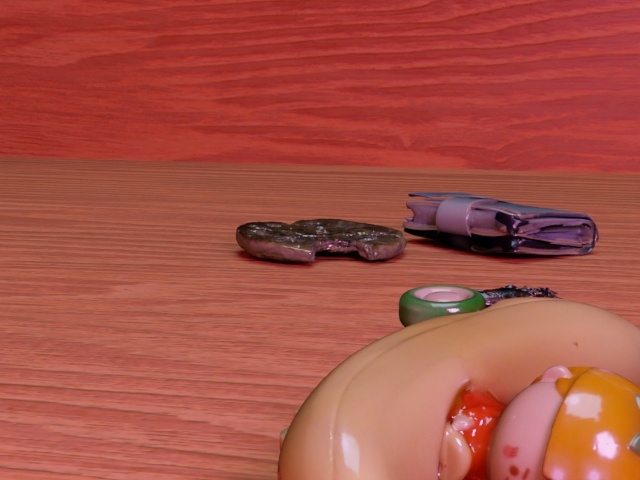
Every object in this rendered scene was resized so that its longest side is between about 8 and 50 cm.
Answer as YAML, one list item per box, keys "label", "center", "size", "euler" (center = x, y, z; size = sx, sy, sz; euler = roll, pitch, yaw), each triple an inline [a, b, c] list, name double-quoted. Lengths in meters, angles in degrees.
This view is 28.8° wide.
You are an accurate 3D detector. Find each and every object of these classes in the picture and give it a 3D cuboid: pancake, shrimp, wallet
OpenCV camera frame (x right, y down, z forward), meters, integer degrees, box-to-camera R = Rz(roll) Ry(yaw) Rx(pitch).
- label: "pancake"
  center: [0.000, 0.000, 1.751]
  size: [0.253, 0.037, 0.253]
  euler: [1, 8, 0]
- label: "shrimp"
  center: [0.181, 0.063, 1.353]
  size: [0.161, 0.034, 0.091]
  euler: [-1, 8, -5]
- label: "wallet"
  center: [0.254, -0.023, 1.808]
  size: [0.176, 0.075, 0.250]
  euler: [2, 7, -36]

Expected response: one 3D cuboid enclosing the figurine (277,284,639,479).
- label: "figurine"
  center: [0.108, 0.118, 0.736]
  size: [0.222, 0.124, 0.324]
  euler: [10, 16, 34]
